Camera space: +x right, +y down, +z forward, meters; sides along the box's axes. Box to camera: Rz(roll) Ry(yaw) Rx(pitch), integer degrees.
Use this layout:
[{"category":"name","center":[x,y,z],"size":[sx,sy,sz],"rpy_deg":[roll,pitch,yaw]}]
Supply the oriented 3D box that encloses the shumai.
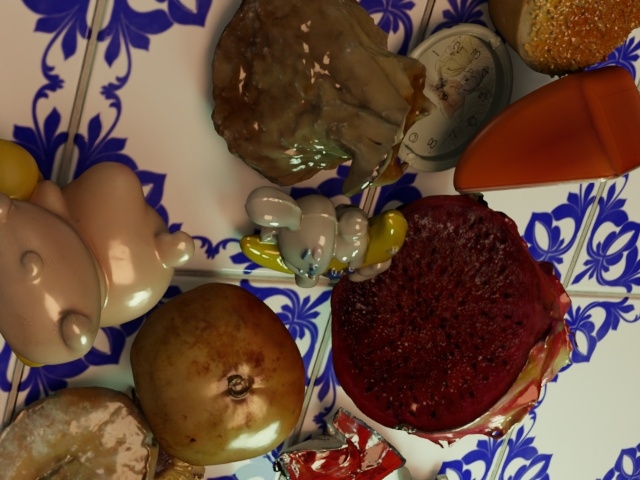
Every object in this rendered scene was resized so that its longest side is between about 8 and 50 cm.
[{"category":"shumai","center":[0.012,-0.188,1.498],"size":[0.267,0.262,0.314],"rpy_deg":[-28,125,-20]}]

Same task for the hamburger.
[{"category":"hamburger","center":[0.382,-0.379,1.675],"size":[0.302,0.170,0.302],"rpy_deg":[-30,139,-29]}]

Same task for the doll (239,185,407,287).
[{"category":"doll","center":[0.000,0.000,1.633],"size":[0.237,0.252,0.111],"rpy_deg":[6,69,-8]}]

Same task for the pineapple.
[{"category":"pineapple","center":[-0.255,0.319,1.722],"size":[0.221,0.047,0.221],"rpy_deg":[-15,120,-26]}]

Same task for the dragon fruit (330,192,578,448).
[{"category":"dragon fruit","center":[0.214,0.128,1.734],"size":[0.249,0.386,0.371],"rpy_deg":[22,78,-50]}]

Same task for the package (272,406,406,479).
[{"category":"package","center":[0.034,0.384,1.940],"size":[0.194,0.071,0.269],"rpy_deg":[-31,133,1]}]

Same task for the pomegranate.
[{"category":"pomegranate","center":[-0.147,0.190,1.613],"size":[0.229,0.270,0.252],"rpy_deg":[-26,92,-15]}]

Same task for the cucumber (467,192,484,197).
[{"category":"cucumber","center":[0.237,-0.017,1.887],"size":[0.032,0.032,0.133],"rpy_deg":[-3,116,-33]}]

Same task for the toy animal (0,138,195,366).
[{"category":"toy animal","center":[-0.285,-0.005,1.369],"size":[0.247,0.345,0.277],"rpy_deg":[-15,88,-15]}]

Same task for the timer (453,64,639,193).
[{"category":"timer","center":[0.349,-0.145,1.738],"size":[0.257,0.250,0.161],"rpy_deg":[-21,89,-55]}]

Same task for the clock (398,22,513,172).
[{"category":"clock","center":[0.186,-0.217,1.733],"size":[0.236,0.053,0.236],"rpy_deg":[-16,123,-25]}]

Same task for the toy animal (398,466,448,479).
[{"category":"toy animal","center":[0.189,0.464,2.082],"size":[0.124,0.071,0.085],"rpy_deg":[10,109,-37]}]

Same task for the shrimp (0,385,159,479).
[{"category":"shrimp","center":[-0.402,0.397,1.619],"size":[0.221,0.110,0.446],"rpy_deg":[33,94,-17]}]
